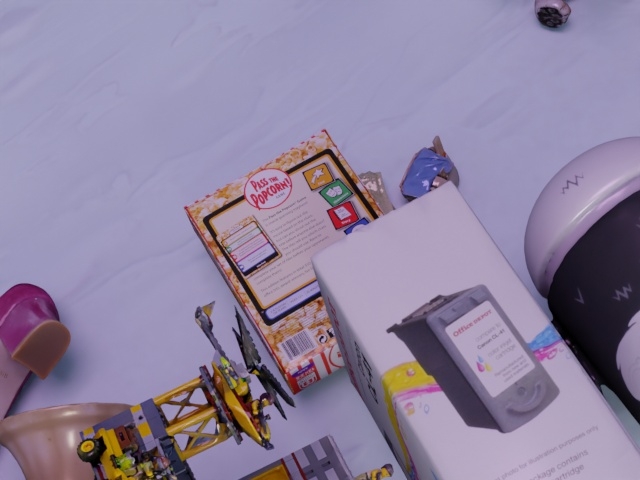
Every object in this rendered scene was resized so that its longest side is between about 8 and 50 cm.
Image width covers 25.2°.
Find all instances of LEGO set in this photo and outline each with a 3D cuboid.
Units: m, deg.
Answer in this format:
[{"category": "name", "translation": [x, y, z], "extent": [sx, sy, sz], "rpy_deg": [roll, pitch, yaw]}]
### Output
[{"category": "LEGO set", "translation": [-0.020, 0.221, 1.005], "extent": [0.192, 0.331, 0.255], "rpy_deg": [-26, 38, -6]}]

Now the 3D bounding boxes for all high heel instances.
[{"category": "high heel", "translation": [-0.321, 0.139, 1.246], "extent": [0.244, 0.082, 0.117], "rpy_deg": [-51, 31, -3]}]

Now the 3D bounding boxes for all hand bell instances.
[{"category": "hand bell", "translation": [-0.188, 0.261, 1.134], "extent": [0.126, 0.126, 0.242], "rpy_deg": [-11, 71, 5]}]

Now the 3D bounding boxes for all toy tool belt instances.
[{"category": "toy tool belt", "translation": [0.093, -0.048, 1.270], "extent": [0.052, 0.051, 0.083], "rpy_deg": [14, 64, 19]}]

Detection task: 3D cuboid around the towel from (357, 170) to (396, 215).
[{"category": "towel", "translation": [0.000, 0.000, 1.275], "extent": [0.148, 0.027, 0.110], "rpy_deg": [-21, 58, -1]}]

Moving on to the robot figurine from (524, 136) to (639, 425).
[{"category": "robot figurine", "translation": [0.279, 0.047, 1.112], "extent": [0.209, 0.174, 0.278], "rpy_deg": [-18, 55, -27]}]

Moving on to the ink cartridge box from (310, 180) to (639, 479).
[{"category": "ink cartridge box", "translation": [0.127, 0.147, 1.049], "extent": [0.131, 0.226, 0.306], "rpy_deg": [-28, 58, -7]}]

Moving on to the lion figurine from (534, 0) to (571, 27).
[{"category": "lion figurine", "translation": [0.369, -0.305, 1.317], "extent": [0.392, 0.142, 0.240], "rpy_deg": [13, 56, 23]}]

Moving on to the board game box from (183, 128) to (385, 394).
[{"category": "board game box", "translation": [-0.009, 0.014, 1.224], "extent": [0.146, 0.045, 0.193], "rpy_deg": [-29, 59, -7]}]
